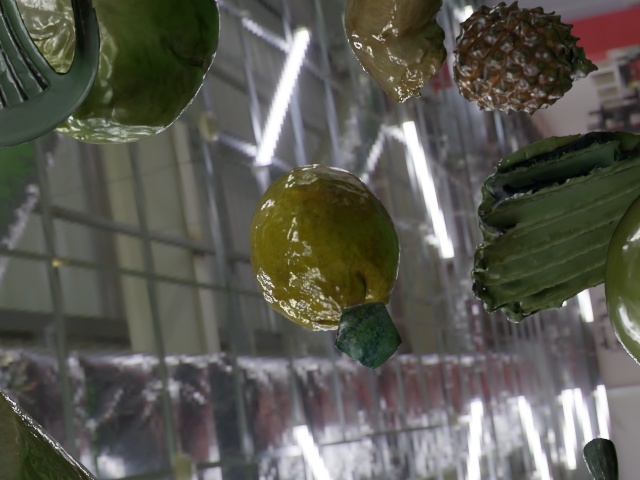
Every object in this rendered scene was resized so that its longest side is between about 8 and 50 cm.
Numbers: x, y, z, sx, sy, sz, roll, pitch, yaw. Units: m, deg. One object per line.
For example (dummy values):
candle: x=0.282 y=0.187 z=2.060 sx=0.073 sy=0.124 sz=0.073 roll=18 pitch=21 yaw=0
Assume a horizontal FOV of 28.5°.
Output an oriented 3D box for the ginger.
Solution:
ginger: x=0.102 y=-0.311 z=1.648 sx=0.138 sy=0.152 sz=0.267 roll=-49 pitch=-36 yaw=-42

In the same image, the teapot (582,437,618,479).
teapot: x=0.364 y=0.303 z=1.596 sx=0.111 sy=0.042 sz=0.043 roll=-93 pitch=-16 yaw=-53

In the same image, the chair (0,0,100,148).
chair: x=-0.330 y=-0.247 z=1.159 sx=0.190 sy=0.203 sz=0.275 roll=-109 pitch=1 yaw=-51

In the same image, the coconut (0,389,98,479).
coconut: x=-0.416 y=0.330 z=1.285 sx=0.345 sy=0.415 sz=0.415 roll=61 pitch=178 yaw=46

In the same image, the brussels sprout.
brussels sprout: x=-0.293 y=-0.267 z=1.720 sx=0.242 sy=0.316 sz=0.274 roll=-93 pitch=-1 yaw=-76

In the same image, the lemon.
lemon: x=0.001 y=0.004 z=2.208 sx=0.316 sy=0.285 sz=0.285 roll=66 pitch=-169 yaw=20

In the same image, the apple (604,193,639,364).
apple: x=0.564 y=0.063 z=1.747 sx=0.357 sy=0.357 sz=0.357 roll=-10 pitch=-90 yaw=-74

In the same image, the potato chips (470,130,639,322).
potato chips: x=0.425 y=-0.033 z=2.017 sx=0.070 sy=0.429 sz=0.358 roll=-122 pitch=15 yaw=-44

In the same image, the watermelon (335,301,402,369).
watermelon: x=0.067 y=0.133 z=1.694 sx=0.072 sy=0.084 sz=0.092 roll=50 pitch=-153 yaw=-63

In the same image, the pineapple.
pineapple: x=0.282 y=-0.245 z=1.718 sx=0.166 sy=0.193 sz=0.166 roll=12 pitch=-90 yaw=-70
